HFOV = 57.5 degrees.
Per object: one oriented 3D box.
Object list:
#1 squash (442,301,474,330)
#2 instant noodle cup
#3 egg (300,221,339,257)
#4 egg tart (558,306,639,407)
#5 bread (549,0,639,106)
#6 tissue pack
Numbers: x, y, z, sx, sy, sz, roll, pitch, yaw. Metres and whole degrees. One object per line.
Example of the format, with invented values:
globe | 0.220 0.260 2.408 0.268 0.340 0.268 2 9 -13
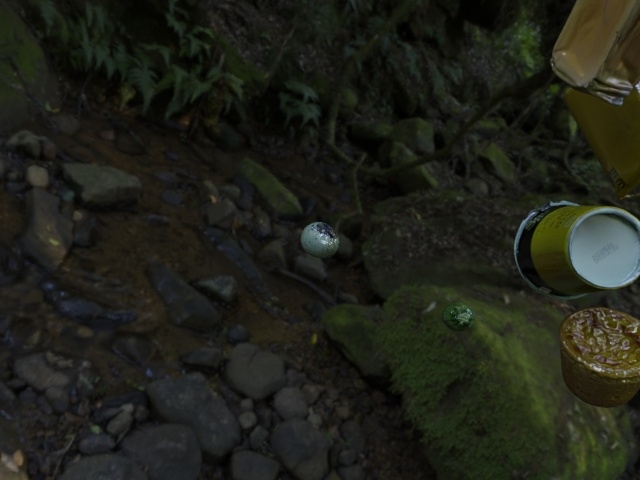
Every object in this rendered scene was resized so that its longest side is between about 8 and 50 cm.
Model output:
squash | 0.338 0.189 1.438 0.077 0.068 0.219 31 -2 12
instant noodle cup | 0.517 0.016 1.147 0.215 0.216 0.236 33 -1 4
egg | 0.000 0.000 1.386 0.085 0.085 0.110 18 1 -30
egg tart | 0.610 0.256 1.260 0.202 0.147 0.203 -4 40 4
bread | 0.451 -0.335 0.858 0.106 0.241 0.136 5 35 -17
tissue pack | 0.633 -0.243 1.179 0.134 0.192 0.271 -13 68 -15
